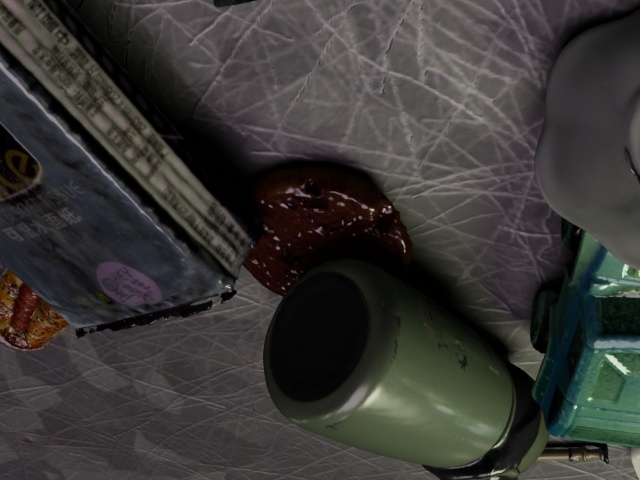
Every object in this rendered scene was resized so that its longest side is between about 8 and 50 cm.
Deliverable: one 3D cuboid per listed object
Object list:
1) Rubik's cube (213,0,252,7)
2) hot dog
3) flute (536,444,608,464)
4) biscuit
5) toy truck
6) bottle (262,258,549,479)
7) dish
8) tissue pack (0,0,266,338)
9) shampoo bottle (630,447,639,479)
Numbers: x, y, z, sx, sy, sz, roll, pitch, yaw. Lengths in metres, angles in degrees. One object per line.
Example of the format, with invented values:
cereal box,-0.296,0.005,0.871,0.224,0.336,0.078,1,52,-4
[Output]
Rubik's cube,-0.045,-0.234,0.593,0.211,0.178,0.190,-17,124,23
hot dog,-0.337,0.072,1.014,0.108,0.059,0.191,38,131,-17
flute,0.249,0.278,1.108,0.233,0.027,0.027,-6,131,16
biscuit,0.000,0.000,0.887,0.192,0.049,0.192,10,134,11
toy truck,0.295,0.073,0.821,0.155,0.156,0.279,7,134,5
bottle,0.110,0.154,0.892,0.168,0.168,0.347,-29,137,32
dish,0.281,-0.080,0.658,0.229,0.081,0.229,1,98,8
tissue pack,-0.255,-0.074,0.796,0.259,0.122,0.361,-14,129,37
shampoo bottle,0.454,0.253,1.032,0.152,0.045,0.077,-14,128,22
